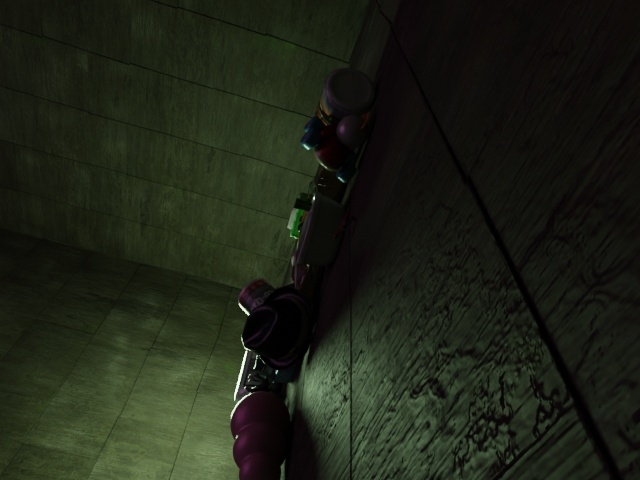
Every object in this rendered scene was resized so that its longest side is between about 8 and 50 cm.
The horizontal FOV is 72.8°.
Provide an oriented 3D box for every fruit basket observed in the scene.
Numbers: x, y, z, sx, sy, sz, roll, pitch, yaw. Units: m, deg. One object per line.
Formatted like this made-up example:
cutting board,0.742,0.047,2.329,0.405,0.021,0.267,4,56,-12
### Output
fruit basket,-0.060,-0.162,2.303,0.353,0.165,0.327,-78,6,-57

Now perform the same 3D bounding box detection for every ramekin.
ramekin,0.003,-0.032,1.574,0.273,0.127,0.273,-165,90,-84

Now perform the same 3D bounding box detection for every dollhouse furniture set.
dollhouse furniture set,-0.050,-0.170,1.524,0.076,0.058,0.152,116,169,-52

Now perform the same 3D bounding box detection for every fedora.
fedora,-0.183,0.323,1.605,0.333,0.152,0.335,-10,75,42

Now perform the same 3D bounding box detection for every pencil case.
pencil case,-0.079,0.119,1.974,0.284,0.124,0.124,-104,29,-78

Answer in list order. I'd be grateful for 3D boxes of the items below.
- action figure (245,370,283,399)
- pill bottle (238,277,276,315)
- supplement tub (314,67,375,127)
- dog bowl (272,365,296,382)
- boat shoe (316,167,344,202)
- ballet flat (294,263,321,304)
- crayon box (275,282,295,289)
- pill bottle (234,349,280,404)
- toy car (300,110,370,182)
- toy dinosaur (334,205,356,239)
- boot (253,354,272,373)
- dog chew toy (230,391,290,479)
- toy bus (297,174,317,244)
action figure,-0.259,0.645,1.810,0.164,0.140,0.276,-67,-25,-23
pill bottle,-0.205,0.303,1.835,0.161,0.283,0.161,-34,-34,-28
supplement tub,0.080,-0.492,1.685,0.316,0.193,0.194,118,166,-67
dog bowl,-0.152,0.522,1.883,0.297,0.074,0.166,155,130,-81
boat shoe,0.039,-0.204,1.770,0.089,0.104,0.285,-46,-22,-52
ballet flat,-0.038,0.078,1.735,0.123,0.123,0.349,133,152,-77
crayon box,-0.177,0.365,2.047,0.202,0.081,0.319,-13,-57,-61
pill bottle,-0.306,0.720,2.151,0.363,0.210,0.210,-81,9,-47
toy car,0.092,-0.373,1.526,0.238,0.219,0.210,-37,26,29
toy dinosaur,0.067,-0.045,1.299,0.082,0.090,0.047,-32,12,-10
boot,-0.240,0.511,1.942,0.069,0.086,0.190,-91,17,-71
dog chew toy,-0.197,0.667,1.427,0.332,0.206,0.207,-103,27,-59
toy bus,-0.022,-0.121,1.989,0.108,0.130,0.333,-86,13,-65
